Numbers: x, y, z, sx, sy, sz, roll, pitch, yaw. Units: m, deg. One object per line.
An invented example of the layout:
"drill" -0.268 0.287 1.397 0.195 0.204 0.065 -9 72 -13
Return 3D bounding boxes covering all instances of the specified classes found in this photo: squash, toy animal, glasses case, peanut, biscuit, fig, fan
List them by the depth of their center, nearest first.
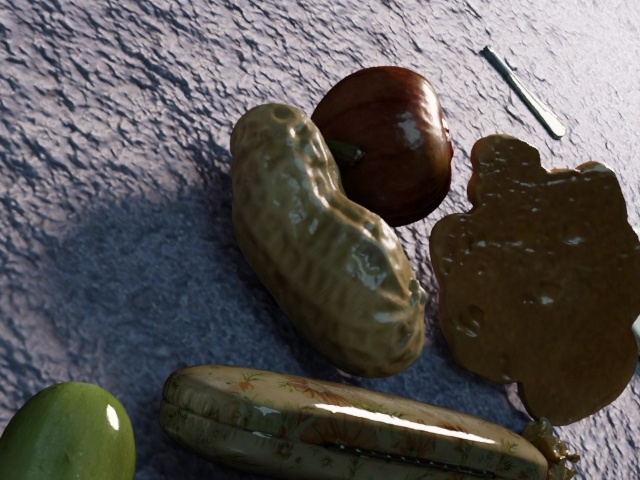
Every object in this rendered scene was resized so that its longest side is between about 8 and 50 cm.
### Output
"squash" -0.218 0.265 0.818 0.118 0.118 0.371 31 46 -23
"glasses case" 0.043 0.193 1.093 0.425 0.156 0.098 17 85 -35
"peanut" 0.000 0.000 1.208 0.140 0.153 0.325 -22 83 -55
"fig" 0.060 -0.107 1.335 0.205 0.205 0.205 25 45 -28
"toy animal" 0.262 0.253 1.349 0.060 0.081 0.083 -3 26 -37
"biscuit" 0.260 0.047 1.371 0.269 0.051 0.376 -23 104 -11
"fan" 0.328 -0.239 1.824 0.193 0.016 0.038 47 41 -5

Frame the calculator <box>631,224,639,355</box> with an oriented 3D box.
"calculator" 0.506 0.072 1.725 0.184 0.042 0.295 40 40 -13
